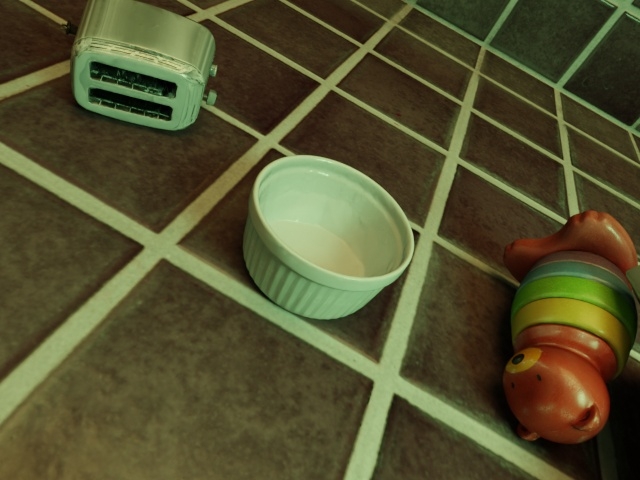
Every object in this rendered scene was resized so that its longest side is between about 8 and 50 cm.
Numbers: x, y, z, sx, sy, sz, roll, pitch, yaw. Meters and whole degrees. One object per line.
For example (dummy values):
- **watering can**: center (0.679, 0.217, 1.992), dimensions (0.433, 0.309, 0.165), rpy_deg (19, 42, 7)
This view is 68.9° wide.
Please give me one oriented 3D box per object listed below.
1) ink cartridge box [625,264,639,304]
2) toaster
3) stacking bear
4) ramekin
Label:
- **ink cartridge box**: center (0.512, 0.229, 0.540), dimensions (0.385, 0.091, 0.308), rpy_deg (41, 32, -32)
- **toaster**: center (-0.264, -0.256, 0.677), dimensions (0.226, 0.129, 0.147), rpy_deg (11, 47, -22)
- **stacking bear**: center (0.322, 0.125, 0.616), dimensions (0.164, 0.175, 0.289), rpy_deg (45, 50, -9)
- **ramekin**: center (0.000, 0.000, 0.586), dimensions (0.207, 0.109, 0.207), rpy_deg (16, 43, -16)
